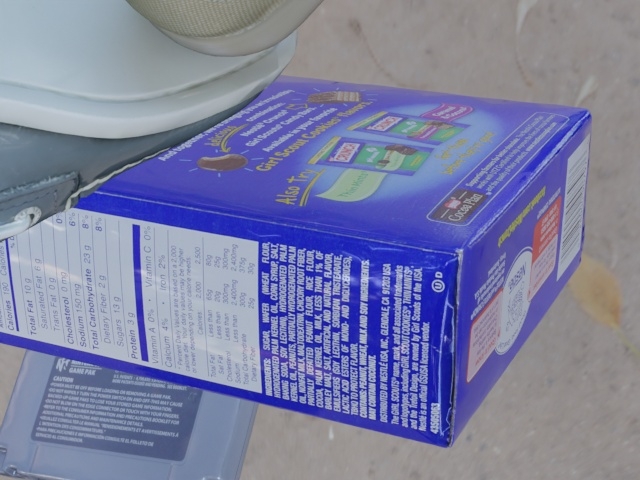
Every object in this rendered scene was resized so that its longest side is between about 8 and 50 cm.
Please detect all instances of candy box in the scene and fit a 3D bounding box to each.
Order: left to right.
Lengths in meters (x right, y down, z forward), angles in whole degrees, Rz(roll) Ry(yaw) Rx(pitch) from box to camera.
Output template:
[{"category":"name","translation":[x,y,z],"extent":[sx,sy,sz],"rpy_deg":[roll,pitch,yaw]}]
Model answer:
[{"category":"candy box","translation":[-0.025,-0.013,0.801],"extent":[0.317,0.268,0.122],"rpy_deg":[11,114,22]}]

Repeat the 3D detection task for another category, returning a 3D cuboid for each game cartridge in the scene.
[{"category":"game cartridge","translation":[-0.192,0.164,1.361],"extent":[0.294,0.060,0.196],"rpy_deg":[3,71,31]}]

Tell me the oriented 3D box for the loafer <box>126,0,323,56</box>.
[{"category":"loafer","translation":[0.020,-0.169,0.400],"extent":[0.102,0.092,0.268],"rpy_deg":[38,105,9]}]

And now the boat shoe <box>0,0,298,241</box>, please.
[{"category":"boat shoe","translation":[-0.146,-0.043,0.464],"extent":[0.319,0.099,0.116],"rpy_deg":[-22,66,-41]}]
